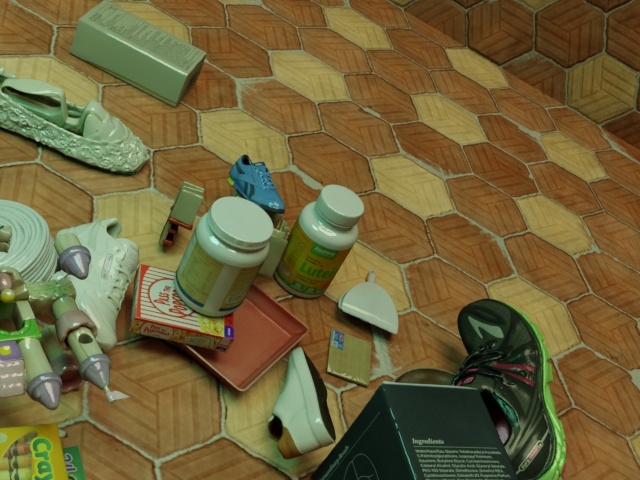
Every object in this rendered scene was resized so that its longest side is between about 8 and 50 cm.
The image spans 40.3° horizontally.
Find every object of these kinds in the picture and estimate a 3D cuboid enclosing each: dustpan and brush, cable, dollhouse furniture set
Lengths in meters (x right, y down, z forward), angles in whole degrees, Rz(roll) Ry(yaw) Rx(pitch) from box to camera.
[{"bbox_3d":[0.116,0.129,2.021,0.147,0.060,0.211,25,43,-9],"label":"dustpan and brush"},{"bbox_3d":[-0.606,0.030,1.553,0.257,0.089,0.257,28,48,25],"label":"cable"},{"bbox_3d":[-0.204,-0.017,1.892,0.259,0.135,0.262,21,14,-12],"label":"dollhouse furniture set"}]

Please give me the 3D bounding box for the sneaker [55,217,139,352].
[{"bbox_3d":[-0.410,0.069,1.638,0.152,0.114,0.305,-21,52,-3],"label":"sneaker"}]

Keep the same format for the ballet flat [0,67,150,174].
[{"bbox_3d":[-0.571,-0.270,1.955,0.409,0.147,0.147,19,38,-15],"label":"ballet flat"}]

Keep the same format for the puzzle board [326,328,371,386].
[{"bbox_3d":[0.062,0.251,1.868,0.096,0.011,0.128,21,37,-10],"label":"puzzle board"}]

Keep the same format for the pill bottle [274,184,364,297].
[{"bbox_3d":[0.000,0.000,1.923,0.136,0.245,0.136,18,38,-15],"label":"pill bottle"}]

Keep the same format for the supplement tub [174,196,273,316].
[{"bbox_3d":[-0.182,0.030,1.648,0.144,0.199,0.144,19,37,-15],"label":"supplement tub"}]

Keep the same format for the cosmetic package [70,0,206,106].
[{"bbox_3d":[-0.477,-0.495,2.297,0.309,0.113,0.160,27,36,-3],"label":"cosmetic package"}]

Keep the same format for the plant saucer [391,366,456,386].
[{"bbox_3d":[0.264,0.398,1.800,0.311,0.050,0.310,19,38,-16],"label":"plant saucer"}]

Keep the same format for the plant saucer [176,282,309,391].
[{"bbox_3d":[-0.190,0.173,1.761,0.259,0.047,0.258,37,37,11],"label":"plant saucer"}]

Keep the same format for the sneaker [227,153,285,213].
[{"bbox_3d":[-0.139,-0.130,1.967,0.069,0.082,0.209,14,18,-42],"label":"sneaker"}]

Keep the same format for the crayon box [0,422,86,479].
[{"bbox_3d":[-0.487,0.383,1.284,0.323,0.083,0.203,2,45,-33],"label":"crayon box"}]

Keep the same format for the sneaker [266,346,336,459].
[{"bbox_3d":[-0.054,0.304,1.658,0.106,0.123,0.290,59,7,-21],"label":"sneaker"}]

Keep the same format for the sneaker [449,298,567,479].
[{"bbox_3d":[0.360,0.293,1.797,0.202,0.185,0.482,18,36,-21],"label":"sneaker"}]

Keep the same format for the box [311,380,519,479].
[{"bbox_3d":[0.177,0.481,1.438,0.212,0.293,0.395,8,42,-28],"label":"box"}]

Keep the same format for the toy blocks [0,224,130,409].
[{"bbox_3d":[-0.472,0.162,1.362,0.289,0.309,0.260,-4,42,-37],"label":"toy blocks"}]

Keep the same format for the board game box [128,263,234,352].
[{"bbox_3d":[-0.265,0.131,1.682,0.194,0.045,0.146,14,39,-20],"label":"board game box"}]
